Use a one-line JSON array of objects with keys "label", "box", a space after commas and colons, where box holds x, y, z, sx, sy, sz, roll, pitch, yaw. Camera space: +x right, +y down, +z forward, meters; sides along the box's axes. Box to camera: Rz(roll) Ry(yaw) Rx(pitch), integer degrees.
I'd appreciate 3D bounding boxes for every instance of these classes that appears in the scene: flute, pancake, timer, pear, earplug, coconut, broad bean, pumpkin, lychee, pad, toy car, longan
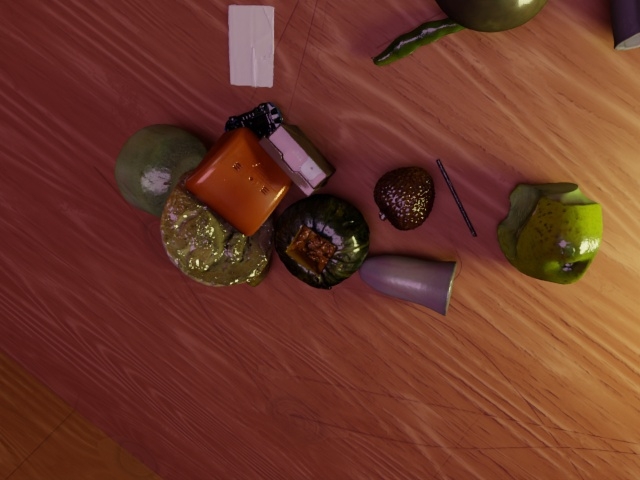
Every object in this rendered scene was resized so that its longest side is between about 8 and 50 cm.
[{"label": "flute", "box": [0.413, -0.127, 1.256, 0.014, 0.014, 0.270, -25, 100, 25]}, {"label": "pancake", "box": [-0.312, -0.043, 1.304, 0.082, 0.386, 0.387, -10, 110, 56]}, {"label": "timer", "box": [-0.239, -0.178, 1.269, 0.257, 0.250, 0.161, 41, 164, -24]}, {"label": "pear", "box": [0.593, -0.009, 1.096, 0.176, 0.282, 0.287, 11, 113, 5]}, {"label": "earplug", "box": [0.267, 0.122, 1.329, 0.300, 0.172, 0.173, 11, 113, 21]}, {"label": "coconut", "box": [-0.517, -0.227, 1.381, 0.328, 0.281, 0.329, 21, 121, 38]}, {"label": "broad bean", "box": [0.277, -0.552, 1.123, 0.297, 0.043, 0.060, -16, 114, 22]}, {"label": "pumpkin", "box": [0.000, 0.000, 1.341, 0.320, 0.192, 0.321, 7, 109, 20]}, {"label": "lychee", "box": [0.245, -0.124, 1.224, 0.194, 0.194, 0.195, 6, 112, 16]}, {"label": "pad", "box": [-0.216, -0.600, 1.288, 0.156, 0.004, 0.232, 10, 113, 14]}, {"label": "toy car", "box": [-0.216, -0.373, 1.342, 0.216, 0.063, 0.103, -11, 108, 30]}, {"label": "longan", "box": [0.372, -0.639, 0.936, 0.288, 0.288, 0.350, -35, 88, 26]}]

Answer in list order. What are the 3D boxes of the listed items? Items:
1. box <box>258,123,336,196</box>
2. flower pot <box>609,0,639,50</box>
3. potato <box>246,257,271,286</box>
[{"label": "box", "box": [-0.059, -0.249, 1.255, 0.086, 0.215, 0.215, -42, 93, 17]}, {"label": "flower pot", "box": [0.743, -0.572, 0.867, 0.264, 0.265, 0.243, -15, 90, 23]}, {"label": "potato", "box": [-0.271, 0.029, 1.466, 0.175, 0.141, 0.299, -14, 104, 8]}]
